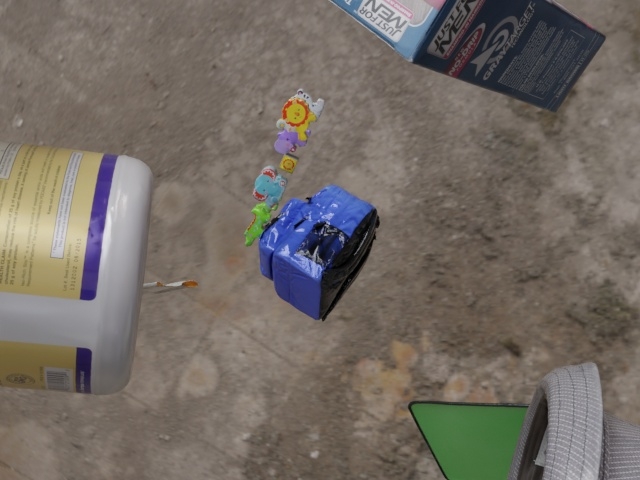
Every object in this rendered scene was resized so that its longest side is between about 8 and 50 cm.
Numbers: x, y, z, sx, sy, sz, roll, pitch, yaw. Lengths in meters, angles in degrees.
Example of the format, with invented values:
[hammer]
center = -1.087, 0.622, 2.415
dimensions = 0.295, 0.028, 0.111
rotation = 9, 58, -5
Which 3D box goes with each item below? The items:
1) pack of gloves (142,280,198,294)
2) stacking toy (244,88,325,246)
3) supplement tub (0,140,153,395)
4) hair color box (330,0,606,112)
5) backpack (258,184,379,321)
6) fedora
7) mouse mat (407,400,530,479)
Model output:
[pack of gloves]
center = -0.327, 0.058, 1.400
dimensions = 0.195, 0.232, 0.046
rotation = 8, 75, -52
[stacking toy]
center = -0.061, -0.113, 1.423
dimensions = 0.052, 0.167, 0.221
rotation = 25, 106, -2
[supplement tub]
center = -0.339, 0.019, 0.948
dimensions = 0.332, 0.241, 0.240
rotation = 7, 81, -9
[hair color box]
center = 0.137, -0.233, 0.962
dimensions = 0.347, 0.174, 0.105
rotation = 1, 126, -57
[backpack]
center = 0.000, 0.000, 1.007
dimensions = 0.101, 0.098, 0.120
rotation = 34, 63, 12
[fedora]
center = 0.158, 0.213, 0.557
dimensions = 0.124, 0.244, 0.275
rotation = 15, 85, 8
[mouse mat]
center = 0.200, 0.222, 1.045
dimensions = 0.152, 0.190, 0.007
rotation = 63, 39, -35
